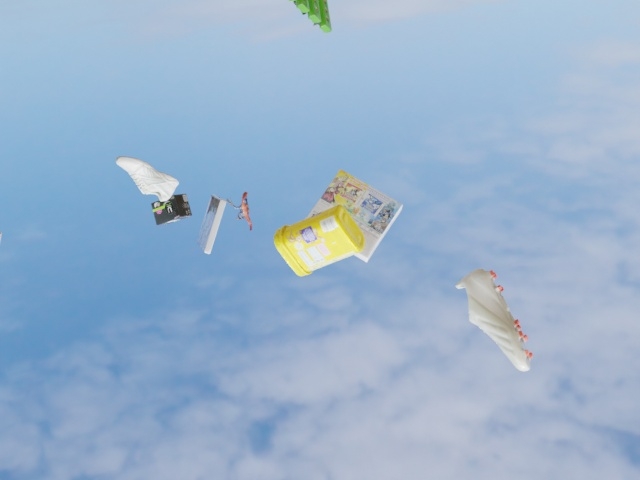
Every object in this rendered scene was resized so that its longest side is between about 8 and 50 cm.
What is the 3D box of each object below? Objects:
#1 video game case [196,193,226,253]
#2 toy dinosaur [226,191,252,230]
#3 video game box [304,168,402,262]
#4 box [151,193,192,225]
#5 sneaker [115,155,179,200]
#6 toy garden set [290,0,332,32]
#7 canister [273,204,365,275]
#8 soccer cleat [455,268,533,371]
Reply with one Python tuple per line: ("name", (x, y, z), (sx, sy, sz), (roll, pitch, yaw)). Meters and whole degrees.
("video game case", (-0.175, -0.028, 1.392), (0.011, 0.087, 0.122), (17, -177, -15))
("toy dinosaur", (-0.172, -0.078, 2.013), (0.047, 0.090, 0.082), (-46, -179, -23))
("video game box", (0.089, -0.069, 2.372), (0.205, 0.048, 0.187), (31, -105, 12))
("box", (-0.383, -0.080, 2.240), (0.083, 0.062, 0.052), (-18, 177, 30))
("sneaker", (-0.393, -0.140, 1.953), (0.152, 0.061, 0.054), (29, 167, -25))
("toy garden set", (-0.057, -0.667, 2.239), (0.049, 0.203, 0.244), (-15, 163, 23))
("canister", (0.000, 0.000, 1.948), (0.170, 0.126, 0.073), (-22, -151, 29))
("soccer cleat", (0.300, 0.142, 1.499), (0.076, 0.196, 0.068), (-28, 157, 14))
